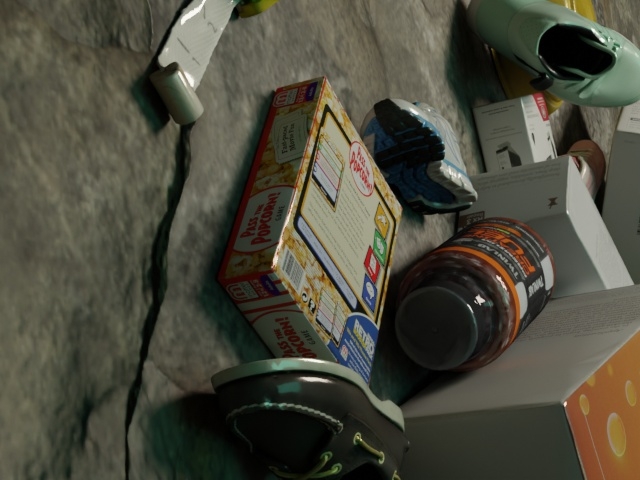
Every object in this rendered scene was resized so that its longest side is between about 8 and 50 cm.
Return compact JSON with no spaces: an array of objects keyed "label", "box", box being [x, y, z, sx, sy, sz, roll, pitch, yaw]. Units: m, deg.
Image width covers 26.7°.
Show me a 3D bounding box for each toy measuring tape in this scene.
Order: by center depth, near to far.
[{"label":"toy measuring tape","box":[-0.018,-0.200,0.940,0.121,0.121,0.330,61,31,-32]}]

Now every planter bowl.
[{"label":"planter bowl","box":[0.268,-0.246,1.569,0.217,0.090,0.217,37,47,-54]}]

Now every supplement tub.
[{"label":"supplement tub","box":[0.129,0.048,1.149,0.198,0.106,0.106,-31,108,-63]}]

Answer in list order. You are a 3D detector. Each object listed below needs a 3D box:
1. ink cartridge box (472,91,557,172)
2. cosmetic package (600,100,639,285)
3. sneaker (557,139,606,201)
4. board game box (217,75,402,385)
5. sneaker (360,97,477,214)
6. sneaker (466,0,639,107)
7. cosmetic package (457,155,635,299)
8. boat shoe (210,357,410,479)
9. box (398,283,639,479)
[{"label":"ink cartridge box","box":[0.215,-0.084,1.432,0.099,0.056,0.135,-21,99,-65]},{"label":"cosmetic package","box":[0.438,-0.080,1.718,0.224,0.138,0.224,-56,153,-55]},{"label":"sneaker","box":[0.314,-0.092,1.643,0.134,0.051,0.070,-70,146,-41]},{"label":"board game box","box":[0.000,0.000,0.974,0.147,0.045,0.193,57,33,-37]},{"label":"sneaker","box":[0.078,-0.088,1.158,0.191,0.071,0.083,43,36,-63]},{"label":"sneaker","box":[0.285,-0.182,1.436,0.256,0.094,0.151,18,17,-32]},{"label":"cosmetic package","box":[0.234,0.024,1.363,0.231,0.117,0.085,56,33,-41]},{"label":"boat shoe","box":[0.002,0.130,0.882,0.228,0.081,0.068,35,46,-59]},{"label":"box","box":[0.224,0.186,1.158,0.345,0.168,0.215,-27,102,-55]}]
